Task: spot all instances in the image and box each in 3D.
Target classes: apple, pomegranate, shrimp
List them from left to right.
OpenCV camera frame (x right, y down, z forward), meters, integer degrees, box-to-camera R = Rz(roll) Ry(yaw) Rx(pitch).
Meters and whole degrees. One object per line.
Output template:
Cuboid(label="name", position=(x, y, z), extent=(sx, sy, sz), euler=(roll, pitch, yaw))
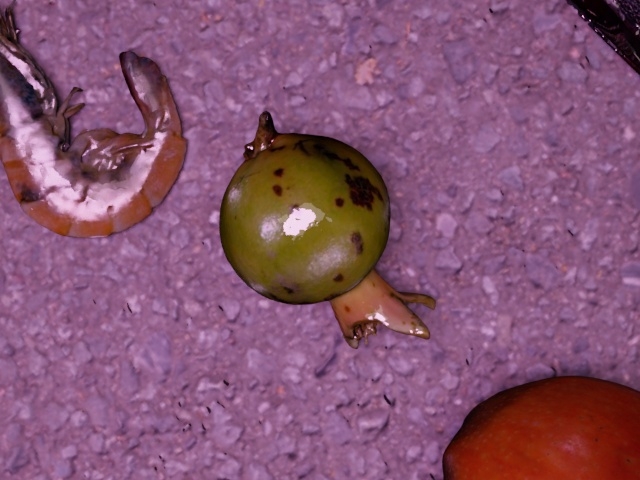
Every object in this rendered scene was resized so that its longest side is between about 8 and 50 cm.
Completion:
Cuboid(label="shrimp", position=(-0.234, -0.146, 0.825), extent=(0.169, 0.058, 0.296), euler=(-28, 92, -8))
Cuboid(label="pomegranate", position=(0.013, -0.001, 0.773), extent=(0.220, 0.156, 0.156), euler=(32, 89, -16))
Cuboid(label="apple", position=(0.203, 0.217, 0.737), extent=(0.230, 0.230, 0.229), euler=(0, 88, 0))

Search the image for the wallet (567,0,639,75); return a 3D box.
Cuboid(label="wallet", position=(0.352, -0.243, 0.823), extent=(0.221, 0.071, 0.262), euler=(-45, 92, -6))
